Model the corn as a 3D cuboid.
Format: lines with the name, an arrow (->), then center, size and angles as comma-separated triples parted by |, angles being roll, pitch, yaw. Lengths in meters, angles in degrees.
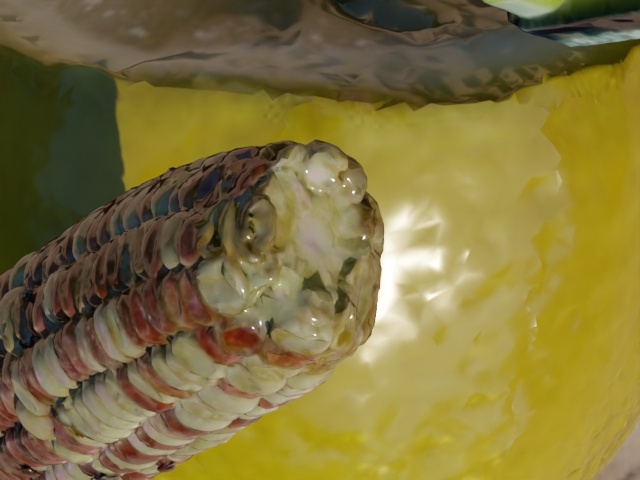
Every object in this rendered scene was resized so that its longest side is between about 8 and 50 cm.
corn -> -0.049, 0.029, 0.455 | 0.079, 0.237, 0.080 | 7, 74, -25

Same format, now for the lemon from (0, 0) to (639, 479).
lemon -> 0.000, 0.000, 0.730 | 0.364, 0.364, 0.364 | 2, 103, 7

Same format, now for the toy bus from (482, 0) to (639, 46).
toy bus -> 0.061, -0.180, 0.303 | 0.128, 0.150, 0.262 | -3, 79, 49
